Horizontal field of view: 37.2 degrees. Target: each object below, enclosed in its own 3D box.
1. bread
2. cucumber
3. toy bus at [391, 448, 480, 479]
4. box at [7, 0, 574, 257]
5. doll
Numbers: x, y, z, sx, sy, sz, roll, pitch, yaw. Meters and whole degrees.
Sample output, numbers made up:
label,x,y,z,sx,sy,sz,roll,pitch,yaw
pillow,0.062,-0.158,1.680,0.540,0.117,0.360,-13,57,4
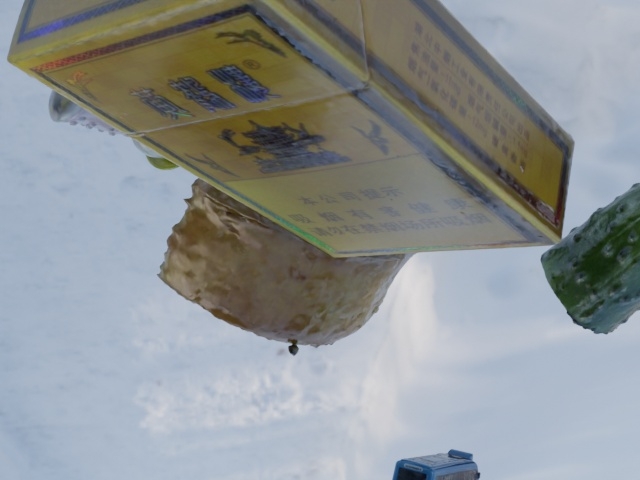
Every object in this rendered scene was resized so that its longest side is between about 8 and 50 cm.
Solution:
label,x,y,z,sx,sy,sz,roll,pitch,yaw
bread,0.000,0.000,0.947,0.194,0.179,0.340,-56,168,18
cucumber,0.377,-0.006,1.103,0.134,0.134,0.244,7,139,-32
toy bus,0.088,0.185,0.720,0.038,0.046,0.083,5,177,36
box,-0.002,-0.083,0.573,0.193,0.084,0.301,-5,155,40
doll,-0.196,-0.130,0.945,0.207,0.081,0.129,26,164,-38
